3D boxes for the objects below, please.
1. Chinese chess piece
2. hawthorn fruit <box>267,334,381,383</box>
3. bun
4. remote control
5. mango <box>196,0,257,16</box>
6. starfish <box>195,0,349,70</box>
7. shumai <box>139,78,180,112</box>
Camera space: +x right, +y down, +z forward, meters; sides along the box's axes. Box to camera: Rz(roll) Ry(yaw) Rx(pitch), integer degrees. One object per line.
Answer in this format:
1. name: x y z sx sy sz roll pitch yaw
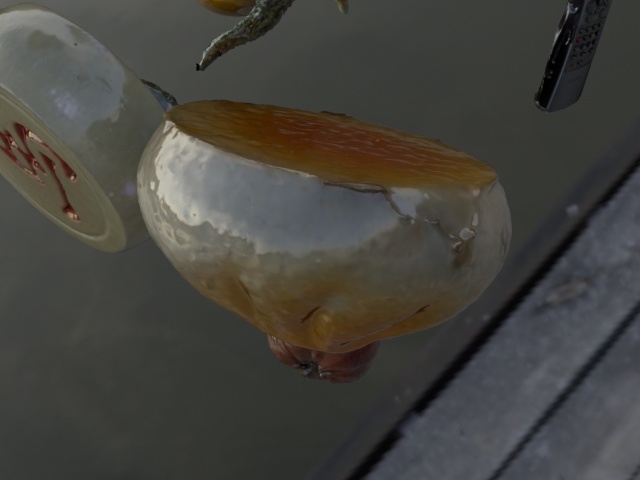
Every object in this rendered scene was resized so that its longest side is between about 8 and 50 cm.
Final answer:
1. Chinese chess piece: -0.247 -0.107 1.387 0.273 0.273 0.102 21 60 46
2. hawthorn fruit: 0.021 0.093 1.959 0.162 0.162 0.203 2 55 34
3. bun: 0.000 0.000 1.106 0.299 0.165 0.299 9 15 -2
4. remote control: 0.227 -0.205 1.204 0.059 0.212 0.028 -20 45 -38
5. mango: -0.097 -0.383 1.862 0.187 0.144 0.359 -24 24 15
6. starfish: -0.017 -0.349 1.432 0.078 0.358 0.347 29 42 29
7. shumai: -0.255 -0.127 2.056 0.256 0.218 0.189 22 90 16
